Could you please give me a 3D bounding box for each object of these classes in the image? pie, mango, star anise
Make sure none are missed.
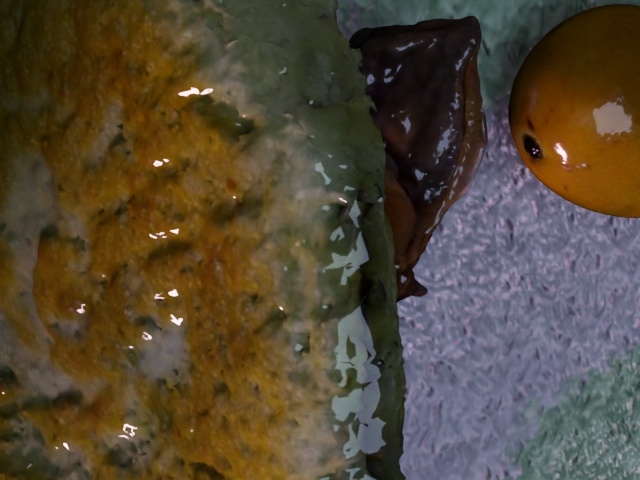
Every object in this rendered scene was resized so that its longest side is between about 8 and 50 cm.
[{"bbox_3d":[-0.088,0.017,0.632,0.070,0.323,0.323,-9,118,-55],"label":"pie"},{"bbox_3d":[0.173,-0.064,0.789,0.163,0.089,0.111,19,101,-35],"label":"mango"},{"bbox_3d":[-0.004,0.006,0.717,0.220,0.099,0.214,-53,157,-21],"label":"star anise"}]
